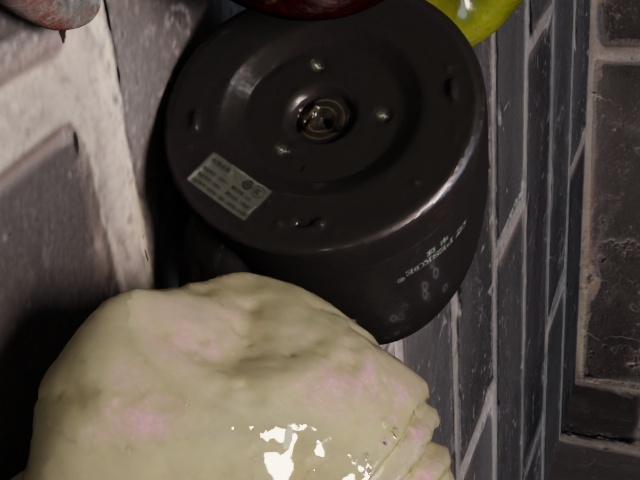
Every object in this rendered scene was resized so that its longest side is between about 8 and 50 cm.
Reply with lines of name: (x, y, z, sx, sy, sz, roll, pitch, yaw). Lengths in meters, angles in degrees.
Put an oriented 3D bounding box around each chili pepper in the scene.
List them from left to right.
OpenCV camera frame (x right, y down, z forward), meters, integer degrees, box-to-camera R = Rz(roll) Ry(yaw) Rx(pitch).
chili pepper: (-0.145, -0.138, 0.529, 0.050, 0.041, 0.153, -61, 174, -3)

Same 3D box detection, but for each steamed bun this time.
steamed bun: (-0.034, 0.176, 0.622, 0.275, 0.206, 0.320, -53, 154, -12)

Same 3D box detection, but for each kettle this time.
kettle: (0.000, 0.000, 0.792, 0.268, 0.207, 0.290, -43, 154, -13)

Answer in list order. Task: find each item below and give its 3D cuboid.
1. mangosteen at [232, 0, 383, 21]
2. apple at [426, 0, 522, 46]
mangosteen: (-0.009, -0.232, 0.641, 0.210, 0.209, 0.210, 7, 90, -70)
apple: (0.094, -0.255, 0.920, 0.157, 0.196, 0.196, 60, 0, 32)
